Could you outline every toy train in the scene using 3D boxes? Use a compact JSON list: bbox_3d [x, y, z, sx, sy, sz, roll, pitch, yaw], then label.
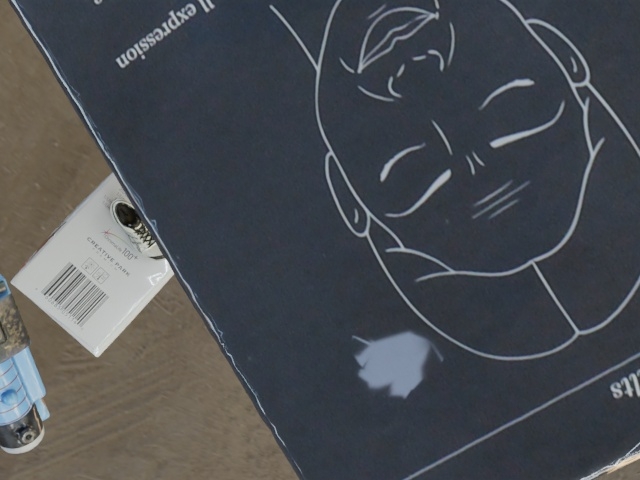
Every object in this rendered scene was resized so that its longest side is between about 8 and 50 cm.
[{"bbox_3d":[-0.269,0.092,0.778,0.080,0.184,0.105,-27,36,-26],"label":"toy train"}]

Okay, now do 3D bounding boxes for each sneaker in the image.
[{"bbox_3d":[-0.195,-0.010,1.051,0.083,0.037,0.032,45,79,-8],"label":"sneaker"}]

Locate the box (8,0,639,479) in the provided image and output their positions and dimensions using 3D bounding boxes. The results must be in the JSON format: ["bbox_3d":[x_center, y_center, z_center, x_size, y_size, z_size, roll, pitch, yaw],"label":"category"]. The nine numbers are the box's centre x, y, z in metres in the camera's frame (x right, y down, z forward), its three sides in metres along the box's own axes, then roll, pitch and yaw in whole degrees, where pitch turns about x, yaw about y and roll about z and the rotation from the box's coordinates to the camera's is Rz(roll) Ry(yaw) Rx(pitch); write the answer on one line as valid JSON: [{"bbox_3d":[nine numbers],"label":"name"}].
[{"bbox_3d":[0.063,-0.085,0.514,0.293,0.212,0.396,-32,87,16],"label":"box"}]

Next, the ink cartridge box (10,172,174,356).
[{"bbox_3d":[-0.238,-0.016,1.221,0.130,0.309,0.272,44,80,-12],"label":"ink cartridge box"}]
